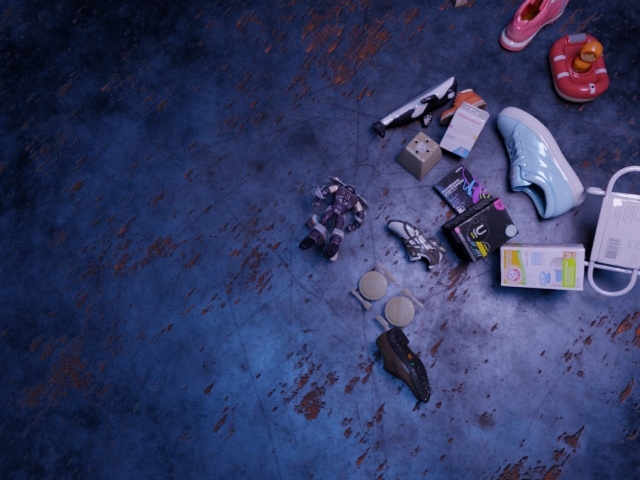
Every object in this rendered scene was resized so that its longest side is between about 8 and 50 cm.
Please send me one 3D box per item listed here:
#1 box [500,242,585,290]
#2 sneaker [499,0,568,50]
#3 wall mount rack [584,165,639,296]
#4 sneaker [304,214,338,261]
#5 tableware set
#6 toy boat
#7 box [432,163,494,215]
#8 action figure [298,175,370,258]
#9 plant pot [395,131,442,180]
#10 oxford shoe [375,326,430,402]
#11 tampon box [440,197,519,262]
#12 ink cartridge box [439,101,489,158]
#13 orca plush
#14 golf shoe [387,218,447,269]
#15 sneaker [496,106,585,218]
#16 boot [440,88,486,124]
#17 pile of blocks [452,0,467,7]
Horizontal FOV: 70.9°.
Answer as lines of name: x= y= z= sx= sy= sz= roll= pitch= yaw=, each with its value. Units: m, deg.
box: x=0.607 y=0.068 z=1.237 sx=0.203 sy=0.103 sz=0.114 roll=2 pitch=97 yaw=28
sneaker: x=0.717 y=-0.753 z=1.444 sx=0.116 sy=0.136 sz=0.314 roll=41 pitch=84 yaw=12
wall mount rack: x=0.859 y=-0.018 z=1.206 sx=0.303 sy=0.130 sz=0.351 roll=12 pitch=105 yaw=25
sneaker: x=0.000 y=0.000 z=1.394 sx=0.064 sy=0.061 sz=0.158 roll=-32 pitch=73 yaw=26
tableware set: x=0.198 y=0.172 z=1.335 sx=0.128 sy=0.039 sz=0.194 roll=-47 pitch=71 yaw=6
toy boat: x=0.809 y=-0.548 z=1.380 sx=0.150 sy=0.151 sz=0.231 roll=-5 pitch=77 yaw=5
box: x=0.444 y=-0.141 z=1.386 sx=0.116 sy=0.029 sz=0.162 roll=-39 pitch=76 yaw=-4
action figure: x=0.043 y=-0.079 z=1.350 sx=0.185 sy=0.099 sz=0.285 roll=29 pitch=52 yaw=-1
plant pot: x=0.310 y=-0.272 z=1.395 sx=0.109 sy=0.096 sz=0.109 roll=42 pitch=84 yaw=13
oxford shoe: x=0.234 y=0.360 z=1.277 sx=0.096 sy=0.082 sz=0.227 roll=-33 pitch=84 yaw=30
tampon box: x=0.460 y=-0.031 z=1.303 sx=0.161 sy=0.101 sz=0.121 roll=-34 pitch=100 yaw=-3
ink cartridge box: x=0.441 y=-0.342 z=1.363 sx=0.092 sy=0.143 sz=0.090 roll=30 pitch=37 yaw=11
orca plush: x=0.314 y=-0.396 z=1.423 sx=0.287 sy=0.151 sz=0.102 roll=-34 pitch=107 yaw=-6
golf shoe: x=0.275 y=0.010 z=1.344 sx=0.198 sy=0.077 sz=0.094 roll=32 pitch=82 yaw=13
sneaker: x=0.616 y=-0.229 z=1.335 sx=0.150 sy=0.135 sz=0.366 roll=-30 pitch=76 yaw=-7
boot: x=0.441 y=-0.429 z=1.442 sx=0.157 sy=0.059 sz=0.085 roll=-25 pitch=73 yaw=-9
pile of blocks: x=0.556 y=-0.965 z=1.521 sx=0.148 sy=0.113 sz=0.362 roll=24 pitch=81 yaw=11
